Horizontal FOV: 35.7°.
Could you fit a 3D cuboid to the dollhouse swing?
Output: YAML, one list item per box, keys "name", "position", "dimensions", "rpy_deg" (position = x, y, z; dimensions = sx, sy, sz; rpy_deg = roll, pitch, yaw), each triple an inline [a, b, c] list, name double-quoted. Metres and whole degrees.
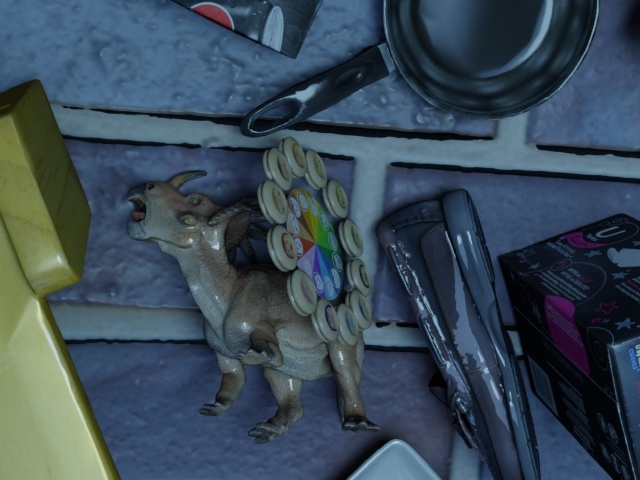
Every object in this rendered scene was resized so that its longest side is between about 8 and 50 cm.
- name: "dollhouse swing"
  position: [-0.318, 0.095, 0.729]
  dimensions: [0.346, 0.315, 0.305]
  rpy_deg: [-22, 108, -4]

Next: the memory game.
- name: "memory game"
  position: [0.000, 0.000, 0.837]
  dimensions: [0.012, 0.186, 0.186]
  rpy_deg: [-18, 109, 23]

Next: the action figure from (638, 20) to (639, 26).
- name: "action figure"
  position: [0.448, -0.163, 0.906]
  dimensions: [0.370, 0.248, 0.276]
  rpy_deg: [40, 52, -29]

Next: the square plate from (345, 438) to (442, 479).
- name: "square plate"
  position: [0.053, 0.415, 1.018]
  dimensions: [0.344, 0.049, 0.347]
  rpy_deg: [-41, 107, 3]

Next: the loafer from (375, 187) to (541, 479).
- name: "loafer"
  position: [0.133, 0.104, 0.937]
  dimensions: [0.095, 0.109, 0.303]
  rpy_deg: [-14, 101, 13]

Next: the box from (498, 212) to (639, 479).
- name: "box"
  position: [0.278, 0.096, 0.872]
  dimensions: [0.142, 0.247, 0.163]
  rpy_deg: [-19, 107, -4]

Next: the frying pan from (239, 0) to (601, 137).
- name: "frying pan"
  position: [0.105, -0.158, 0.878]
  dimensions: [0.197, 0.053, 0.326]
  rpy_deg: [41, 96, -17]

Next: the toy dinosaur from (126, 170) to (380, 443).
- name: "toy dinosaur"
  position: [-0.030, 0.061, 0.883]
  dimensions: [0.127, 0.200, 0.295]
  rpy_deg: [-22, 138, 34]

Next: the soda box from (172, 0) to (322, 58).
- name: "soda box"
  position: [-0.084, -0.208, 0.801]
  dimensions: [0.168, 0.053, 0.060]
  rpy_deg: [20, 101, -35]
